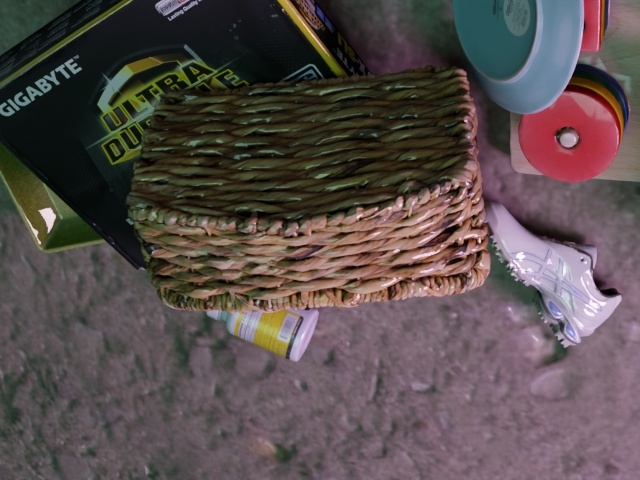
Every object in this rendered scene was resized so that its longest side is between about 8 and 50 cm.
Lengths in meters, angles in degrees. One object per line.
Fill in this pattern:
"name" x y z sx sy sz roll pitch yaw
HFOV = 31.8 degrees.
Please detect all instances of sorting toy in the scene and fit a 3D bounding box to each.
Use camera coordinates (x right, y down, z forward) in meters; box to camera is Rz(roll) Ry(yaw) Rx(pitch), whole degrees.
"sorting toy" 0.284 -0.152 0.954 0.257 0.089 0.256 5 122 19

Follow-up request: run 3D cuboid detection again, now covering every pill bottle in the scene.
"pill bottle" -0.066 0.085 1.262 0.116 0.065 0.065 23 126 9

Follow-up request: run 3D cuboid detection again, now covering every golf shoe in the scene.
"golf shoe" 0.227 0.017 1.112 0.086 0.069 0.176 -37 104 12

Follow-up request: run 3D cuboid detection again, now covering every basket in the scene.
"basket" 0.000 0.000 0.995 0.299 0.214 0.223 -4 131 6

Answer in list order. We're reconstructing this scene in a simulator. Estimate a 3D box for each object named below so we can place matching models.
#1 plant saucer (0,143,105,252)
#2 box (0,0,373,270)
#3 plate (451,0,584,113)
"plant saucer" -0.272 -0.088 1.252 0.188 0.045 0.188 -10 116 27
"box" -0.131 -0.132 1.075 0.322 0.079 0.257 -26 127 23
"plate" 0.154 -0.198 0.945 0.188 0.024 0.188 43 139 53
